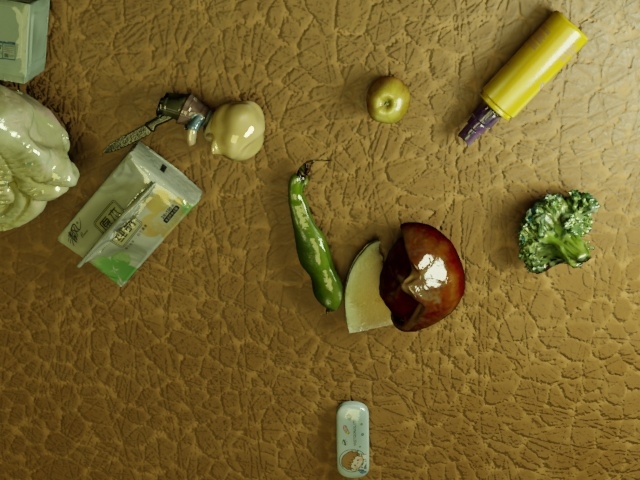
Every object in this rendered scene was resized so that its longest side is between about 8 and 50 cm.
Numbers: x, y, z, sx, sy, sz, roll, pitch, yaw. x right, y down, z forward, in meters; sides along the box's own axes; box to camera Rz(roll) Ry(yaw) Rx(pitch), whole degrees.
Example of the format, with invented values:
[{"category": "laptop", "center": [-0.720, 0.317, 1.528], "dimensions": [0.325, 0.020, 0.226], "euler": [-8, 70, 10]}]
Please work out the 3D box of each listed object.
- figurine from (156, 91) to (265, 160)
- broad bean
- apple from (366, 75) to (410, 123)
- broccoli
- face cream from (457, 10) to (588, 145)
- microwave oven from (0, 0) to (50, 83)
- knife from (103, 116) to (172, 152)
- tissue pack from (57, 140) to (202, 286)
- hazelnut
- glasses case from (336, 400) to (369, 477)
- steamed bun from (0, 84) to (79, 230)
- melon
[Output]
[{"category": "figurine", "center": [-0.196, -0.209, 1.728], "dimensions": [0.196, 0.114, 0.108], "euler": [14, 112, 2]}, {"category": "broad bean", "center": [-0.009, -0.002, 1.817], "dimensions": [0.098, 0.056, 0.317], "euler": [13, 120, 38]}, {"category": "apple", "center": [0.121, -0.249, 1.713], "dimensions": [0.084, 0.071, 0.083], "euler": [1, 112, 2]}, {"category": "broccoli", "center": [0.438, -0.006, 1.750], "dimensions": [0.167, 0.160, 0.154], "euler": [-26, 136, 2]}, {"category": "face cream", "center": [0.343, -0.274, 1.686], "dimensions": [0.078, 0.078, 0.273], "euler": [39, 109, -12]}, {"category": "microwave oven", "center": [-0.591, -0.372, 1.678], "dimensions": [0.208, 0.122, 0.162], "euler": [10, 112, -1]}, {"category": "knife", "center": [-0.333, -0.201, 1.792], "dimensions": [0.170, 0.010, 0.023], "euler": [-26, 102, 14]}, {"category": "tissue pack", "center": [-0.356, -0.039, 1.786], "dimensions": [0.159, 0.145, 0.229], "euler": [40, 109, -13]}, {"category": "hazelnut", "center": [0.181, 0.063, 1.788], "dimensions": [0.161, 0.170, 0.201], "euler": [-23, 105, -16]}, {"category": "glasses case", "center": [0.067, 0.414, 1.998], "dimensions": [0.067, 0.045, 0.178], "euler": [0, 112, 4]}, {"category": "steamed bun", "center": [-0.586, -0.173, 1.727], "dimensions": [0.268, 0.207, 0.280], "euler": [-24, 136, 26]}, {"category": "melon", "center": [0.086, 0.088, 1.864], "dimensions": [0.098, 0.054, 0.182], "euler": [-12, 110, 3]}]
